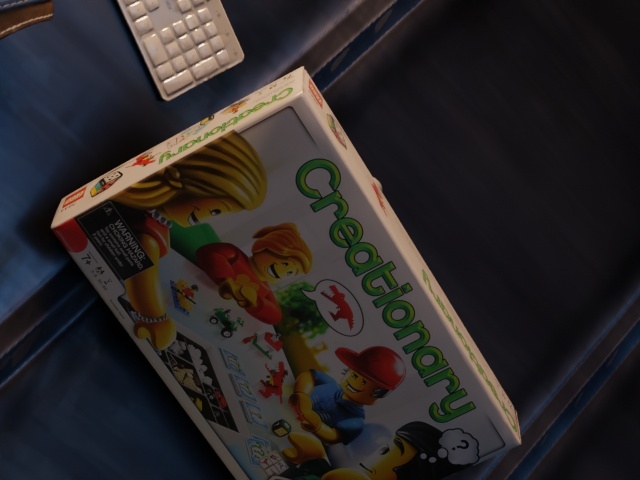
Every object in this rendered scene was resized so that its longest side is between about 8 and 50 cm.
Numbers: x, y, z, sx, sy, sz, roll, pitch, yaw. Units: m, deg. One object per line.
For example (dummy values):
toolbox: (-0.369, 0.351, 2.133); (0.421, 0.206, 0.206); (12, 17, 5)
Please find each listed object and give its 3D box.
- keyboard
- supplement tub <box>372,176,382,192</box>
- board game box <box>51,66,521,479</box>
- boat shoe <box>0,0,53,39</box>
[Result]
keyboard: (-0.132, -0.225, 0.979); (0.072, 0.014, 0.256); (-34, 110, -30)
supplement tub: (0.000, 0.000, 1.045); (0.071, 0.071, 0.107); (20, 80, -34)
board game box: (-0.017, 0.057, 0.978); (0.193, 0.053, 0.305); (-28, 113, 14)
boat shoe: (-0.244, -0.109, 0.879); (0.183, 0.066, 0.066); (-25, 110, -22)
